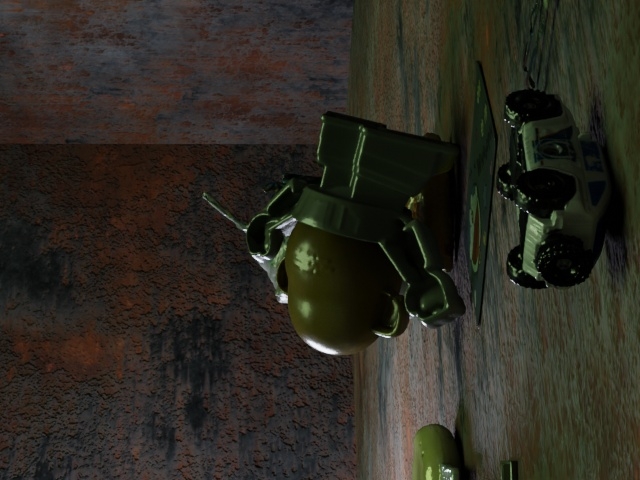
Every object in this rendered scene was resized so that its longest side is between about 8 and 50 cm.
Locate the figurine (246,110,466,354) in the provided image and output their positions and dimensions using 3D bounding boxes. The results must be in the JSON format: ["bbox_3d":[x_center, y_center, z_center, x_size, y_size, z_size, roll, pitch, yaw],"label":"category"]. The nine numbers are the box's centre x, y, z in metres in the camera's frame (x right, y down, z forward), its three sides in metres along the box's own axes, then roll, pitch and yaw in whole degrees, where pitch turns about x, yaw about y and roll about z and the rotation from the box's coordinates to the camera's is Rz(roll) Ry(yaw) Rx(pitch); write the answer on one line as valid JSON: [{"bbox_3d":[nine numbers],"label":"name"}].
[{"bbox_3d":[0.040,-0.002,2.073,0.342,0.167,0.285,24,102,64],"label":"figurine"}]

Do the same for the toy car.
[{"bbox_3d":[0.164,-0.032,1.204,0.171,0.070,0.080,-90,1,-53],"label":"toy car"}]

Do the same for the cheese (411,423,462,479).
[{"bbox_3d":[0.144,0.280,2.034,0.255,0.050,0.127,122,150,-83],"label":"cheese"}]

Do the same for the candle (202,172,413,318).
[{"bbox_3d":[0.000,0.000,2.329,0.187,0.330,0.187,-173,90,-84],"label":"candle"}]

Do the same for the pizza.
[{"bbox_3d":[0.137,-0.021,2.170,0.161,0.062,0.182,105,161,-55],"label":"pizza"}]

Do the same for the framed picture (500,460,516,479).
[{"bbox_3d":[0.180,0.254,1.634,0.066,0.006,0.089,108,161,-82],"label":"framed picture"}]

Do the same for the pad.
[{"bbox_3d":[0.172,-0.051,1.875,0.170,0.006,0.246,-92,2,-55],"label":"pad"}]

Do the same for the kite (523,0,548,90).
[{"bbox_3d":[0.184,-0.214,1.417,0.127,0.016,0.229,-88,0,-52],"label":"kite"}]
